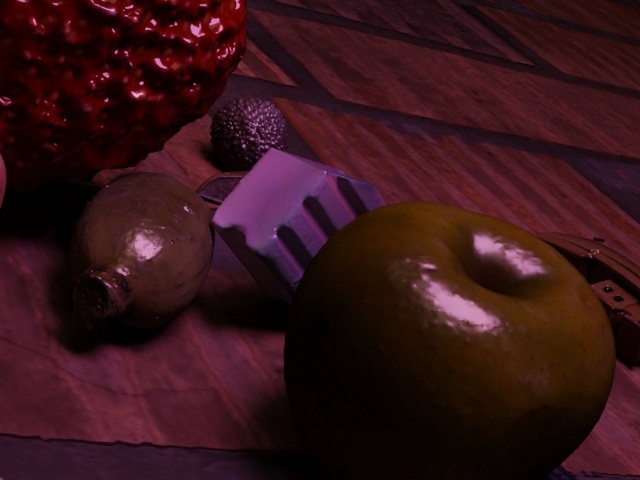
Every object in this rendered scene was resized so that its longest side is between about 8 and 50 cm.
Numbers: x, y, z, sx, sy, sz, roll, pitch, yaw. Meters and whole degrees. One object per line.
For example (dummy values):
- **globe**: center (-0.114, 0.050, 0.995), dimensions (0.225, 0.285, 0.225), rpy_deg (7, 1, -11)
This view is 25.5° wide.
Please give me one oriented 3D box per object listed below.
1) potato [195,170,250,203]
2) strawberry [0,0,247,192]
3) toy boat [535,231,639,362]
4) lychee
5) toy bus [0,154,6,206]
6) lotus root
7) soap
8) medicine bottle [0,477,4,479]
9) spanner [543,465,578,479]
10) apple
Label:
- **potato**: center (-0.052, -0.043, 1.141), dimensions (0.093, 0.036, 0.037), rpy_deg (17, 25, -8)
- **strawberry**: center (-0.190, -0.153, 0.930), dimensions (0.261, 0.261, 0.257), rpy_deg (23, 26, 3)
- **toy boat**: center (0.244, 0.058, 1.152), dimensions (0.072, 0.064, 0.206), rpy_deg (-11, 36, -30)
- **lychee**: center (-0.061, -0.089, 1.213), dimensions (0.067, 0.068, 0.083), rpy_deg (-22, 29, 3)
- **toy bus**: center (-0.298, -0.043, 0.720), dimensions (0.288, 0.194, 0.232), rpy_deg (28, 15, 18)
- **lotus root**: center (-0.116, 0.006, 0.911), dimensions (0.090, 0.077, 0.183), rpy_deg (21, 20, 0)
- **soap**: center (0.000, 0.000, 0.977), dimensions (0.056, 0.100, 0.149), rpy_deg (32, -13, 37)
- **medicine bottle**: center (-0.252, 0.095, 0.496), dimensions (0.250, 0.141, 0.137), rpy_deg (29, 26, 18)
- **spanner**: center (0.172, 0.165, 0.894), dimensions (0.046, 0.012, 0.208), rpy_deg (-2, 31, -47)
- **apple**: center (0.069, 0.070, 0.822), dimensions (0.196, 0.157, 0.196), rpy_deg (18, 22, -8)
